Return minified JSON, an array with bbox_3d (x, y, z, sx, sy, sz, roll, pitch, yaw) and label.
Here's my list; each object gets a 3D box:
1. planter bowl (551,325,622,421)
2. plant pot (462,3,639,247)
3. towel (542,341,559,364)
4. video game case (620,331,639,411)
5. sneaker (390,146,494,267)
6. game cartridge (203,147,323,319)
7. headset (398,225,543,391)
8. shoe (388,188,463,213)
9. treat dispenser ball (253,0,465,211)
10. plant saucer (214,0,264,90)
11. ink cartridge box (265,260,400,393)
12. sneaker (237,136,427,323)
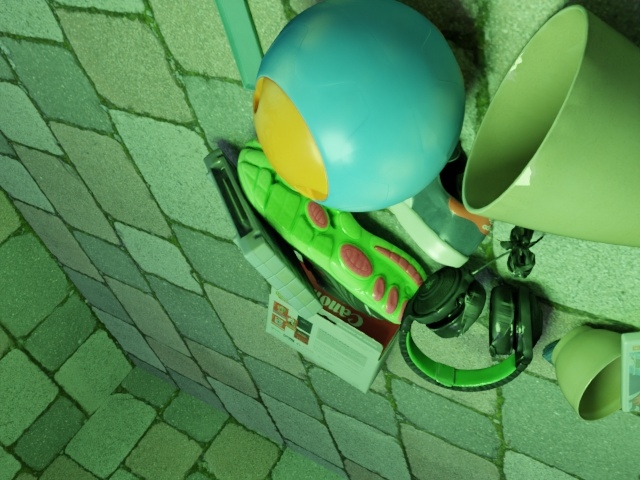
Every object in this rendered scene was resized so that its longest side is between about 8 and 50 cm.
[{"bbox_3d":[0.476,0.218,1.131,0.109,0.162,0.162,51,167,48],"label":"planter bowl"},{"bbox_3d":[0.352,-0.098,0.764,0.274,0.256,0.256,23,150,-6],"label":"plant pot"},{"bbox_3d":[0.493,0.240,1.249,0.119,0.029,0.067,36,150,4],"label":"towel"},{"bbox_3d":[0.579,0.206,1.034,0.183,0.023,0.201,-10,132,15],"label":"video game case"},{"bbox_3d":[0.148,-0.122,1.058,0.350,0.148,0.131,47,-163,20],"label":"sneaker"},{"bbox_3d":[-0.122,-0.016,1.304,0.230,0.068,0.355,57,-178,-42],"label":"game cartridge"},{"bbox_3d":[0.282,0.139,1.143,0.243,0.185,0.394,18,125,1],"label":"headset"},{"bbox_3d":[0.199,-0.056,1.129,0.219,0.058,0.076,5,136,43],"label":"shoe"},{"bbox_3d":[0.052,-0.184,0.886,0.288,0.288,0.288,27,148,18],"label":"treat dispenser ball"},{"bbox_3d":[-0.131,-0.344,1.130,0.067,0.018,0.192,18,144,30],"label":"plant saucer"},{"bbox_3d":[0.031,0.196,1.579,0.309,0.130,0.272,30,147,13],"label":"ink cartridge box"},{"bbox_3d":[0.000,0.000,1.300,0.483,0.185,0.202,48,151,-10],"label":"sneaker"}]
